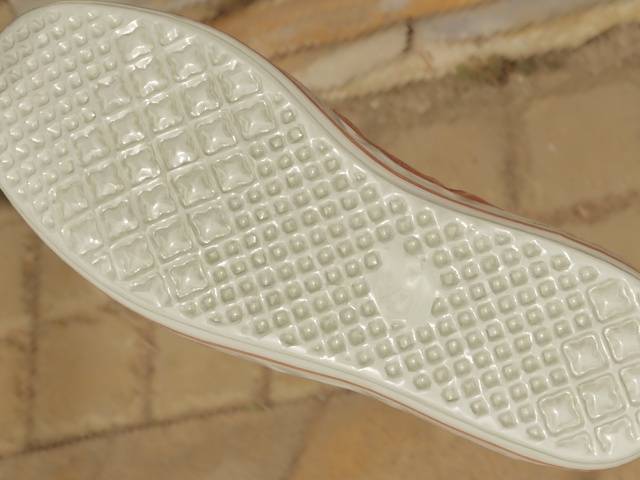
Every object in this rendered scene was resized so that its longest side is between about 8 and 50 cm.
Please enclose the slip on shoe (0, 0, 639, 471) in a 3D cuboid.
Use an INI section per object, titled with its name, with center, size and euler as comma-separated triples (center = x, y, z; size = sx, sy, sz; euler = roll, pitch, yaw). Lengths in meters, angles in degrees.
[slip on shoe]
center = 0.000, 0.000, 0.782
size = 0.331, 0.101, 0.123
euler = 25, 89, 8
